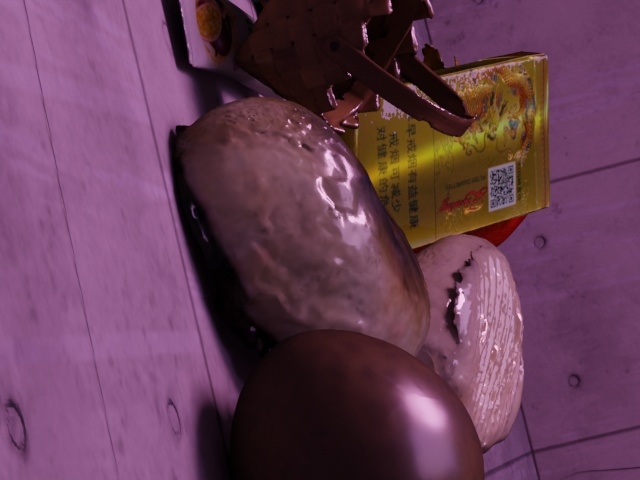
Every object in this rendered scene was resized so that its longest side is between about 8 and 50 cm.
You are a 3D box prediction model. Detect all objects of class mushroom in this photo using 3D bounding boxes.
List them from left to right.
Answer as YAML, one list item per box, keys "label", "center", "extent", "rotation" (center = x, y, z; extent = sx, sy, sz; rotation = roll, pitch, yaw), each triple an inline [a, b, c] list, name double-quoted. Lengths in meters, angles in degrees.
- label: "mushroom"
  center: [0.002, -0.001, 1.419]
  extent: [0.344, 0.130, 0.248]
  rotation: [58, 21, -63]

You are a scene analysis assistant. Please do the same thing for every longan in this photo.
- label: "longan"
  center: [0.021, 0.137, 1.225]
  extent: [0.185, 0.159, 0.204]
  rotation: [60, 8, -29]

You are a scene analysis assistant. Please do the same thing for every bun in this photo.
- label: "bun"
  center: [0.122, 0.109, 1.922]
  extent: [0.239, 0.141, 0.239]
  rotation: [4, 90, -65]

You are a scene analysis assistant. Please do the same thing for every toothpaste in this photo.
- label: "toothpaste"
  center: [-0.064, -0.155, 1.531]
  extent: [0.058, 0.056, 0.314]
  rotation: [37, 5, 13]

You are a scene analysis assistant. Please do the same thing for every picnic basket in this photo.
- label: "picnic basket"
  center: [0.043, -0.140, 1.447]
  extent: [0.178, 0.138, 0.128]
  rotation: [38, 19, 20]

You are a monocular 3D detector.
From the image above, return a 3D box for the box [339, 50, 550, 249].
- label: "box"
  center: [0.128, -0.089, 1.953]
  extent: [0.311, 0.043, 0.173]
  rotation: [-17, 109, -44]

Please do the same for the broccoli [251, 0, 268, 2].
- label: "broccoli"
  center: [-0.023, -0.294, 1.516]
  extent: [0.220, 0.194, 0.194]
  rotation: [-105, 178, -74]

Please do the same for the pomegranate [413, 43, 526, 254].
- label: "pomegranate"
  center: [0.140, -0.101, 2.141]
  extent: [0.221, 0.220, 0.257]
  rotation: [-93, 170, -51]

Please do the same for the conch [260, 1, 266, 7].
- label: "conch"
  center: [0.001, -0.202, 1.838]
  extent: [0.109, 0.093, 0.330]
  rotation: [-97, 169, -47]
